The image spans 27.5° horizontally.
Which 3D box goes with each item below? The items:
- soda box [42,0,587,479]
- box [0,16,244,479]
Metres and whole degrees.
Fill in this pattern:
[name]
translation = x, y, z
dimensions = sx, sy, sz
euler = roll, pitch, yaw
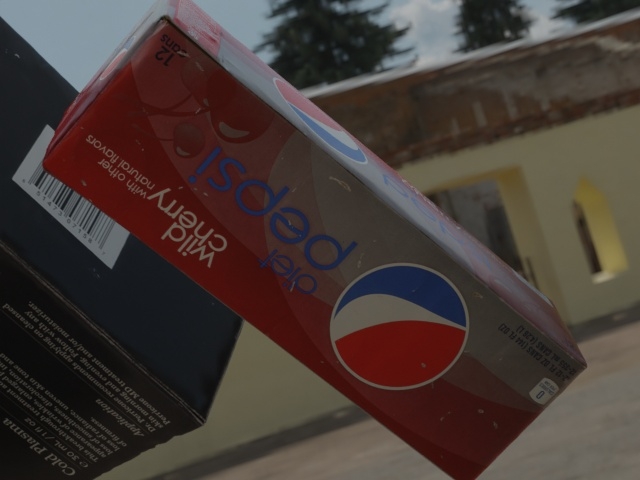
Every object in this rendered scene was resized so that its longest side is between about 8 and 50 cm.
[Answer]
[soda box]
translation = 0.000, 0.000, 0.632
dimensions = 0.092, 0.263, 0.083
euler = -47, 16, 14
[box]
translation = -0.283, 0.030, 0.985
dimensions = 0.312, 0.343, 0.179
euler = -30, 25, 32
